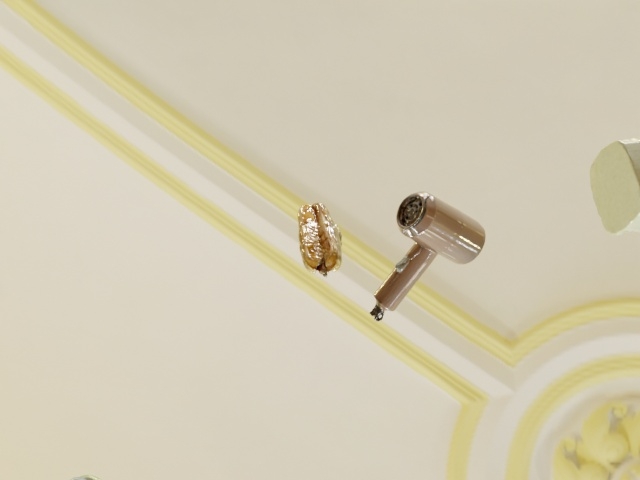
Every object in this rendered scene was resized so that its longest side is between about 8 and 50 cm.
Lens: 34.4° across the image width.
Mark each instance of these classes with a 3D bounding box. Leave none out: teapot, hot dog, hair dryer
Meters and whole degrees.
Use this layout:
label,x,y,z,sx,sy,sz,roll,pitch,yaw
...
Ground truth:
label,x,y,z,sx,sy,sz,roll,pitch,yaw
teapot,0.344,-0.043,0.887,0.200,0.077,0.107,-9,-112,-16
hot dog,0.000,0.000,1.321,0.056,0.041,0.133,-10,-137,0
hair dryer,0.117,0.030,1.325,0.182,0.117,0.064,-54,-143,14

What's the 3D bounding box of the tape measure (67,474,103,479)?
label,x,y,z,sx,sy,sz,roll,pitch,yaw
tape measure,-0.313,0.378,1.283,0.106,0.200,0.175,32,-125,21
